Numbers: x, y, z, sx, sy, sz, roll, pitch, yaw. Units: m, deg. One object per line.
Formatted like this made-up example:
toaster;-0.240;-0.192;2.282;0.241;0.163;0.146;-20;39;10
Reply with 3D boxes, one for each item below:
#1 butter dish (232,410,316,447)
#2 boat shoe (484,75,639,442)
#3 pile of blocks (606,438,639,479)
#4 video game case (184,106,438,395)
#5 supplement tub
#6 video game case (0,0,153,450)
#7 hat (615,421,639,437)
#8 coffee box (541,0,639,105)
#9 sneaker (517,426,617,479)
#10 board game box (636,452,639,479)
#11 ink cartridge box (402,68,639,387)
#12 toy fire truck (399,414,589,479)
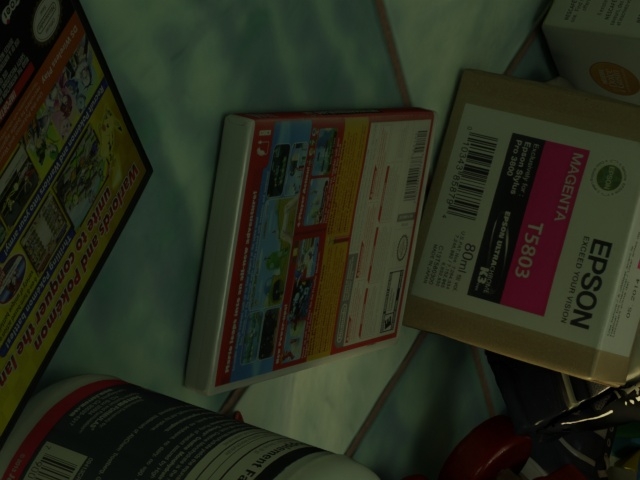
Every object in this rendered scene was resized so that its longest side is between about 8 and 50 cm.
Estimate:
butter dish;-0.011;0.224;1.301;0.160;0.118;0.160;-89;168;-53
boat shoe;0.210;0.022;1.607;0.127;0.158;0.340;26;45;-50
pile of blocks;0.408;0.241;2.112;0.362;0.149;0.112;-23;166;-44
video game case;0.000;0.000;1.350;0.285;0.025;0.204;-9;112;-59
supplement tub;-0.070;0.204;1.073;0.191;0.272;0.191;-34;132;-49
video game case;-0.194;-0.026;0.956;0.248;0.035;0.275;70;35;-45
hat;0.273;0.173;1.899;0.173;0.184;0.208;86;-10;-49
coffee box;0.459;-0.217;1.719;0.338;0.334;0.337;-64;148;-22
sneaker;0.275;0.280;1.798;0.282;0.099;0.153;53;47;-18
board game box;0.375;0.344;1.754;0.308;0.086;0.302;-70;152;-49
ink cartridge box;0.190;-0.013;1.498;0.088;0.193;0.234;17;88;-61
toy fire truck;0.135;0.327;1.602;0.302;0.169;0.254;-27;146;-40
